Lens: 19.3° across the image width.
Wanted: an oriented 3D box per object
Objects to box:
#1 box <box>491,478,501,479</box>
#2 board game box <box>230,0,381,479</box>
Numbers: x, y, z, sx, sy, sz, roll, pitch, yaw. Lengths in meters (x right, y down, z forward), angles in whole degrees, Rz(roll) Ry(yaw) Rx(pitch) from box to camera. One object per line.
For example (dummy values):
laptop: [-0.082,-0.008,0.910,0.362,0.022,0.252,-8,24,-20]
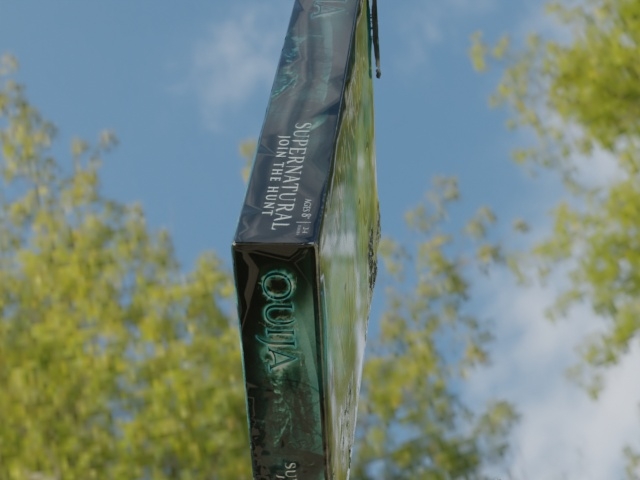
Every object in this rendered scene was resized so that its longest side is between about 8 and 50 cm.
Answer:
box: [0.040,0.144,0.509,0.059,0.054,0.169,-6,-56,23]
board game box: [0.000,0.000,0.625,0.026,0.186,0.126,1,-55,7]
